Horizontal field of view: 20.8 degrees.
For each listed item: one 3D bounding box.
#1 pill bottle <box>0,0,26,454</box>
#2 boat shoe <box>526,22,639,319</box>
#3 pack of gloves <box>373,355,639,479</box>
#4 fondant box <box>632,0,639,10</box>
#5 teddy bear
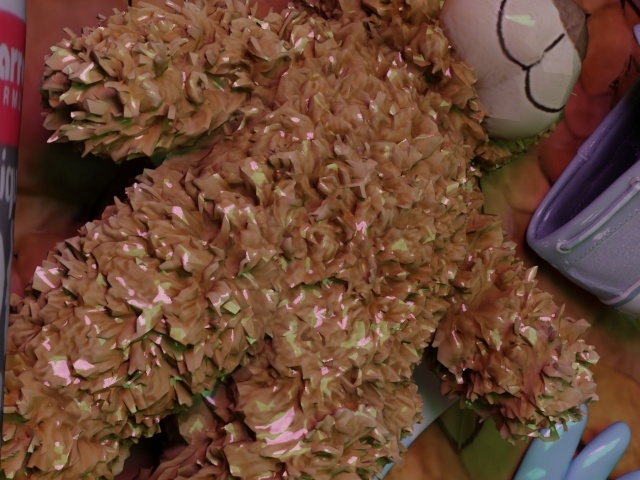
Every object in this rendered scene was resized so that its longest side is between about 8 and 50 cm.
[{"bbox_3d":[-0.174,-0.013,0.489,0.176,0.176,0.319,3,90,-32],"label":"pill bottle"},{"bbox_3d":[0.165,-0.067,0.726,0.081,0.079,0.227,25,115,-15],"label":"boat shoe"},{"bbox_3d":[0.045,0.115,0.707,0.232,0.046,0.195,-45,109,-28],"label":"pack of gloves"},{"bbox_3d":[0.222,-0.273,0.834,0.238,0.096,0.330,48,64,-19],"label":"fondant box"},{"bbox_3d":[0.000,0.000,0.643,0.338,0.113,0.245,-36,95,-26],"label":"teddy bear"}]
